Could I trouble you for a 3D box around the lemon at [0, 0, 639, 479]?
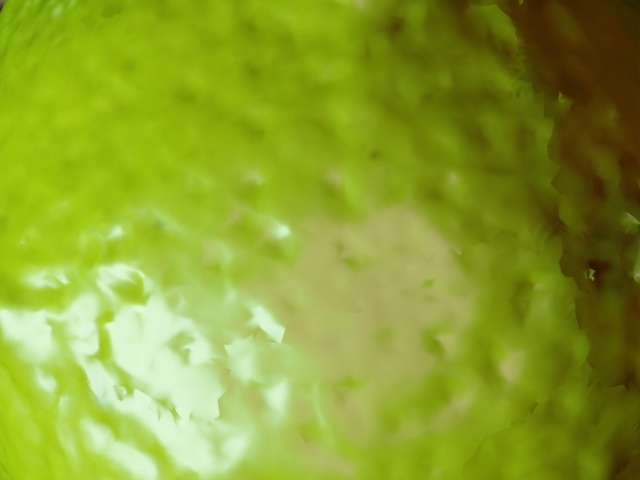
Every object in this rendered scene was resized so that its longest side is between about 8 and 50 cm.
[{"bbox_3d":[0.000,0.000,0.708,0.387,0.350,0.349,-16,108,22],"label":"lemon"}]
